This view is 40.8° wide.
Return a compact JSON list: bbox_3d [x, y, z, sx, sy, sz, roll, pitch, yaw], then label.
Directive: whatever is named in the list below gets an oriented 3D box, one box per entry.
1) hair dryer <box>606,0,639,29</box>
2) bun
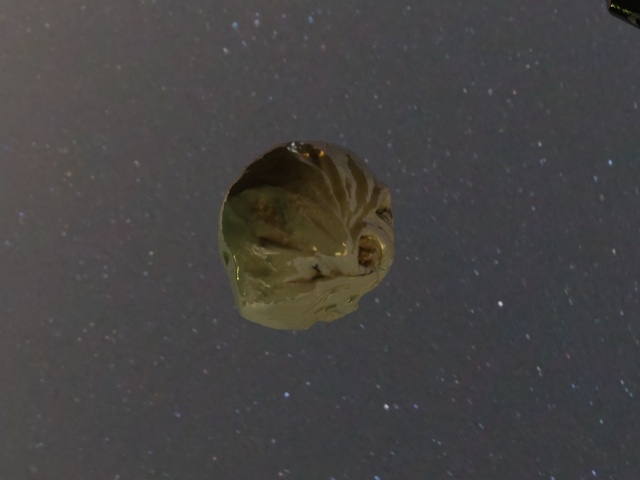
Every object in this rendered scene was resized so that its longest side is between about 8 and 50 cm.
[{"bbox_3d":[0.289,-0.151,0.693,0.196,0.078,0.248,-36,-128,-16],"label":"hair dryer"},{"bbox_3d":[0.000,0.000,0.936,0.133,0.231,0.231,16,-109,41],"label":"bun"}]
